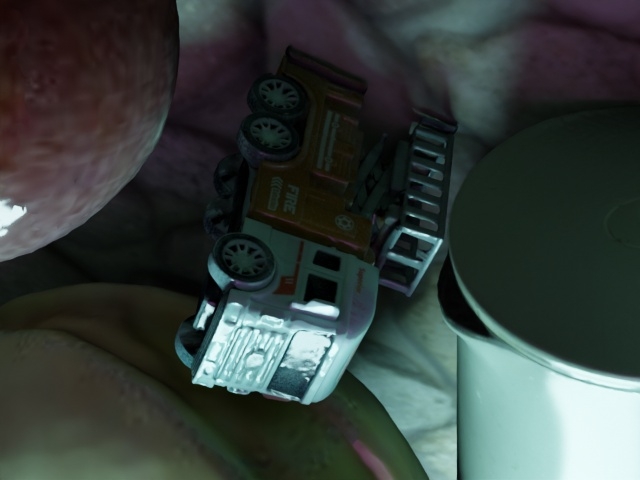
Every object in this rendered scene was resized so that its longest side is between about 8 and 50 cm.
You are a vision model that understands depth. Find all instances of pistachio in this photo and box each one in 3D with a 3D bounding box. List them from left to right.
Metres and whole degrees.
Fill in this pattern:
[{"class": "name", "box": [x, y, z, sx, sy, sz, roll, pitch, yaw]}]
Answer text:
[{"class": "pistachio", "box": [-0.107, 0.203, 0.913, 0.445, 0.281, 0.365, -25, 99, 47]}]

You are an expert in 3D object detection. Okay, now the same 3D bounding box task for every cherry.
[{"class": "cherry", "box": [-0.200, -0.108, 0.693, 0.261, 0.221, 0.307, -6, 117, 23]}]

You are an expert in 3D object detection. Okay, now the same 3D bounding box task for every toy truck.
[{"class": "toy truck", "box": [0.000, 0.001, 0.778, 0.115, 0.177, 0.080, 19, 136, -8]}]

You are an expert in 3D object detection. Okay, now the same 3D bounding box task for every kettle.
[{"class": "kettle", "box": [0.197, 0.105, 0.820, 0.265, 0.205, 0.318, 4, 133, 13]}]
